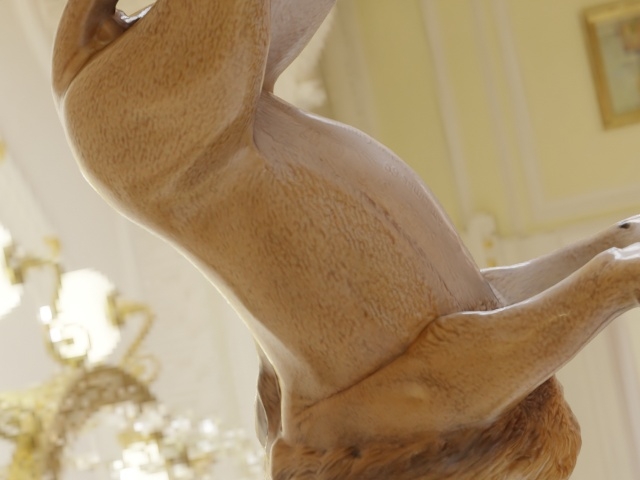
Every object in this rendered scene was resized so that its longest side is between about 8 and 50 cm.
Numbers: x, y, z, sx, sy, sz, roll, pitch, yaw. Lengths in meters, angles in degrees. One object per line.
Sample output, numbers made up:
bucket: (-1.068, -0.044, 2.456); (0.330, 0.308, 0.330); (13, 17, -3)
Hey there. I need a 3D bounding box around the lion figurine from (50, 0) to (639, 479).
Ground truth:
lion figurine: (0.000, 0.000, 0.689); (0.392, 0.240, 0.142); (56, -158, -9)
